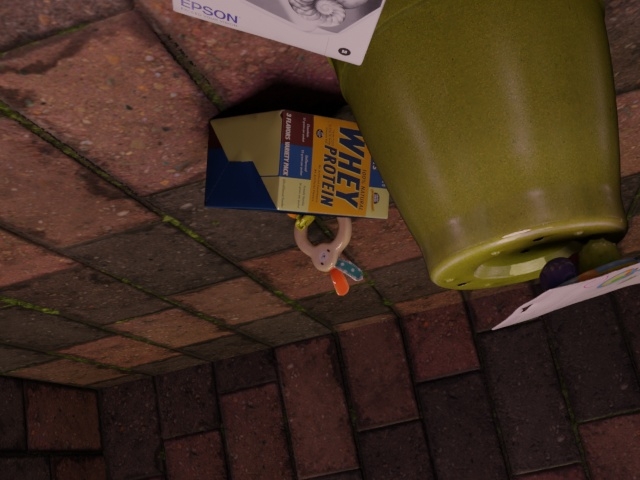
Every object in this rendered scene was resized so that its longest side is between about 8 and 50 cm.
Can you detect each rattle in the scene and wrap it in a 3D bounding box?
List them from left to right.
[{"bbox_3d":[0.000,0.000,1.492,0.130,0.200,0.143,-14,162,6],"label":"rattle"}]

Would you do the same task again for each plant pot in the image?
[{"bbox_3d":[0.214,-0.135,0.967,0.366,0.353,0.366,-10,163,-3],"label":"plant pot"}]

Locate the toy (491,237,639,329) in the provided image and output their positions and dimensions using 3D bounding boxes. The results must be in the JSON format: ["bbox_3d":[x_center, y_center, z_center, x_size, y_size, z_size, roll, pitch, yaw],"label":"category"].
[{"bbox_3d":[0.313,0.031,0.870,0.237,0.056,0.137,-11,159,-19],"label":"toy"}]

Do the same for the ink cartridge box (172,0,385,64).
[{"bbox_3d":[-0.039,-0.274,0.750,0.223,0.045,0.224,16,158,-2],"label":"ink cartridge box"}]

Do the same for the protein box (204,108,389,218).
[{"bbox_3d":[-0.034,-0.107,1.146,0.201,0.136,0.199,3,-179,-38],"label":"protein box"}]
